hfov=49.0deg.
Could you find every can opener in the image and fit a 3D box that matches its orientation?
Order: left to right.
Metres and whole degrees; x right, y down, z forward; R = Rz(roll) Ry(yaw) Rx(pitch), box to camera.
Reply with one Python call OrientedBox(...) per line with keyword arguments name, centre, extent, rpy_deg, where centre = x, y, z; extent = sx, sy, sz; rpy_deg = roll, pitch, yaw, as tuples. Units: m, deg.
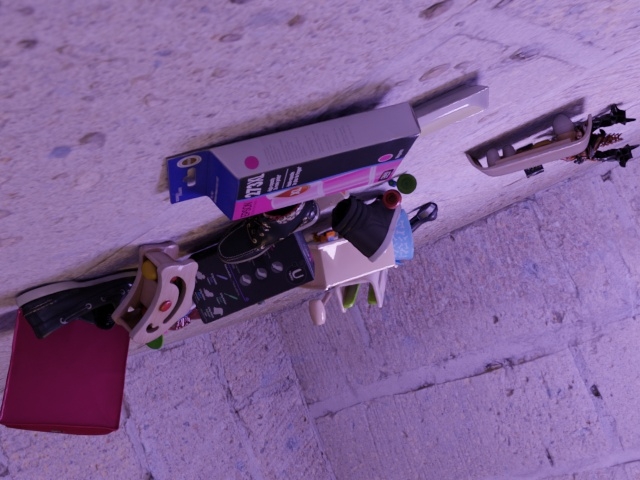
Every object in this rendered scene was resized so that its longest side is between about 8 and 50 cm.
OrientedBox(name="can opener", centre=(0.329, -0.067, 2.414), extent=(0.073, 0.059, 0.186), rpy_deg=(34, 119, -27))

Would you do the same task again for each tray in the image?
OrientedBox(name="tray", centre=(0.159, -0.202, 1.216), extent=(0.270, 0.030, 0.145), rpy_deg=(-23, 171, 11))

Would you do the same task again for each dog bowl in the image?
OrientedBox(name="dog bowl", centre=(0.238, -0.003, 2.321), extent=(0.074, 0.165, 0.297), rpy_deg=(-10, 171, -5))

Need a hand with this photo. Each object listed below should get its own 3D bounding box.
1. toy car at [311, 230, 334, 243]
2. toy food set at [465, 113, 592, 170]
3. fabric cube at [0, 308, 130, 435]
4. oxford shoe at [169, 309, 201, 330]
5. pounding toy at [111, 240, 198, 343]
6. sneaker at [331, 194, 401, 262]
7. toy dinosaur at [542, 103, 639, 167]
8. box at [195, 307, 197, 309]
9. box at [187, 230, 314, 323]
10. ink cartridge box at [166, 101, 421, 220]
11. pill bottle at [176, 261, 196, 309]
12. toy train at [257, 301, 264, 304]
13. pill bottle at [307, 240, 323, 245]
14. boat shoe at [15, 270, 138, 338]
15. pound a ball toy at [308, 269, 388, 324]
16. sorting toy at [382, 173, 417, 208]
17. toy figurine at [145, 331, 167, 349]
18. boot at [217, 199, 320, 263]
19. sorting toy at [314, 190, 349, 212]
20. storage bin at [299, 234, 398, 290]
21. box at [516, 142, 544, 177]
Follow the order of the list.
OrientedBox(name="toy car", centre=(0.000, 0.000, 2.113), extent=(0.060, 0.040, 0.122), rpy_deg=(-27, 171, 34))
OrientedBox(name="toy food set", centre=(0.535, -0.244, 1.787), extent=(0.306, 0.092, 0.220), rpy_deg=(-16, 175, 19))
OrientedBox(name="fabric cube", centre=(-0.591, 0.317, 1.643), extent=(0.254, 0.259, 0.258), rpy_deg=(10, 161, -18))
OrientedBox(name="oxford shoe", centre=(-0.412, 0.188, 2.159), extent=(0.130, 0.122, 0.348), rpy_deg=(4, -175, 26))
OrientedBox(name="pounding toy", centre=(-0.373, 0.106, 1.479), extent=(0.154, 0.155, 0.269), rpy_deg=(-28, 147, -41))
OrientedBox(name="sneaker", centre=(0.111, -0.074, 1.750), extent=(0.104, 0.147, 0.295), rpy_deg=(-45, -168, 28))
OrientedBox(name="toy dinosaur", centre=(0.757, -0.287, 1.974), extent=(0.322, 0.164, 0.218), rpy_deg=(-38, -163, -33))
OrientedBox(name="box", centre=(-0.221, 0.096, 1.769), extent=(0.232, 0.058, 0.087), rpy_deg=(-55, 158, 19))
OrientedBox(name="box", centre=(-0.160, 0.061, 1.597), extent=(0.270, 0.143, 0.165), rpy_deg=(-22, -170, 4))
OrientedBox(name="ink cartridge box", centre=(-0.044, -0.111, 1.074), extent=(0.371, 0.069, 0.175), rpy_deg=(-14, 165, -14))
OrientedBox(name="pill bottle", centre=(-0.370, 0.137, 1.760), extent=(0.124, 0.124, 0.221), rpy_deg=(-18, 172, -24))
OrientedBox(name="toy train", centre=(-0.261, 0.129, 2.009), extent=(0.190, 0.142, 0.334), rpy_deg=(-11, 176, 12))
OrientedBox(name="pill bottle", centre=(0.013, 0.055, 2.268), extent=(0.108, 0.107, 0.180), rpy_deg=(-24, 171, 15))
OrientedBox(name="boat shoe", centre=(-0.487, 0.142, 1.522), extent=(0.127, 0.113, 0.340), rpy_deg=(-26, 171, 26))
OrientedBox(name="pound a ball toy", centre=(0.084, 0.112, 2.143), extent=(0.208, 0.135, 0.319), rpy_deg=(-10, -157, 16))
OrientedBox(name="sorting toy", centre=(0.194, -0.124, 1.723), extent=(0.102, 0.061, 0.042), rpy_deg=(-43, 167, 15))
OrientedBox(name="toy figurine", centre=(-0.540, 0.281, 2.408), extent=(0.173, 0.130, 0.159), rpy_deg=(0, -163, 38))
OrientedBox(name="boot", centre=(-0.120, -0.036, 1.414), extent=(0.236, 0.085, 0.178), rpy_deg=(-27, 169, 2))
OrientedBox(name="sorting toy", centre=(0.031, -0.100, 1.536), extent=(0.083, 0.044, 0.075), rpy_deg=(-27, 178, 33))
OrientedBox(name="storage bin", centre=(0.029, 0.037, 1.923), extent=(0.262, 0.123, 0.260), rpy_deg=(-16, -169, -35))
OrientedBox(name="box", centre=(0.600, -0.227, 2.006), extent=(0.052, 0.083, 0.062), rpy_deg=(-24, 172, 15))
